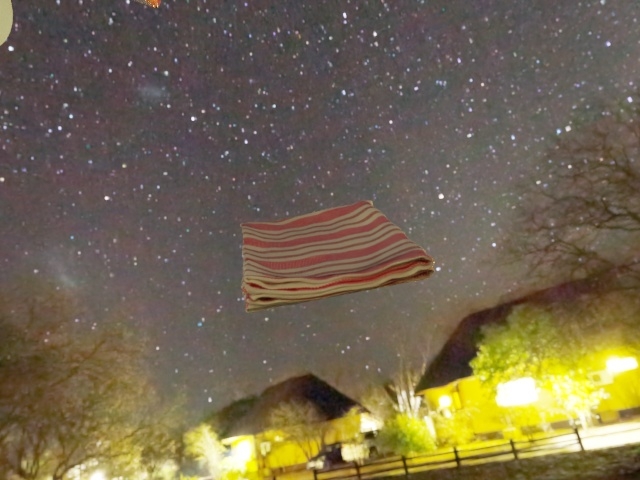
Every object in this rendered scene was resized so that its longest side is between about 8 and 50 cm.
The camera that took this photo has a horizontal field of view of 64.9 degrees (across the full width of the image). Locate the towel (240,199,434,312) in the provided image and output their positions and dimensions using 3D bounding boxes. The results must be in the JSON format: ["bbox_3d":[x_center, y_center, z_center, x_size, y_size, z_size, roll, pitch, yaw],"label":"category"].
[{"bbox_3d":[0.000,0.000,0.445,0.144,0.029,0.197,-10,19,-6],"label":"towel"}]

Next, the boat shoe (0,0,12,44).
[{"bbox_3d":[-0.342,-0.237,0.386,0.076,0.080,0.228,15,-9,10],"label":"boat shoe"}]

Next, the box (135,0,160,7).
[{"bbox_3d":[-0.354,-0.454,0.730,0.256,0.123,0.128,23,7,12],"label":"box"}]
